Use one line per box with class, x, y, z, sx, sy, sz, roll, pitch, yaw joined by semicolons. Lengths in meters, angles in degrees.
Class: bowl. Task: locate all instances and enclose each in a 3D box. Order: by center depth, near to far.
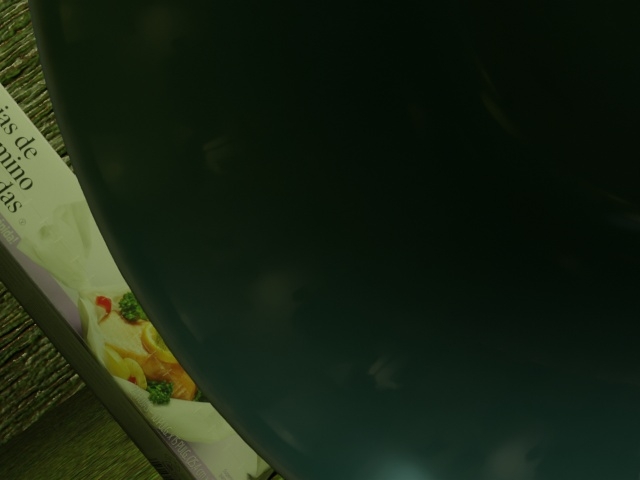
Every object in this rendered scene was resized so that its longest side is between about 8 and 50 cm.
bowl;0.071;-0.072;0.337;0.163;0.311;0.311;-26;-2;-40

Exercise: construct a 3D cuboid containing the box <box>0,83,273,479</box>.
box;-0.145;0.022;0.714;0.063;0.324;0.067;-40;4;-26
